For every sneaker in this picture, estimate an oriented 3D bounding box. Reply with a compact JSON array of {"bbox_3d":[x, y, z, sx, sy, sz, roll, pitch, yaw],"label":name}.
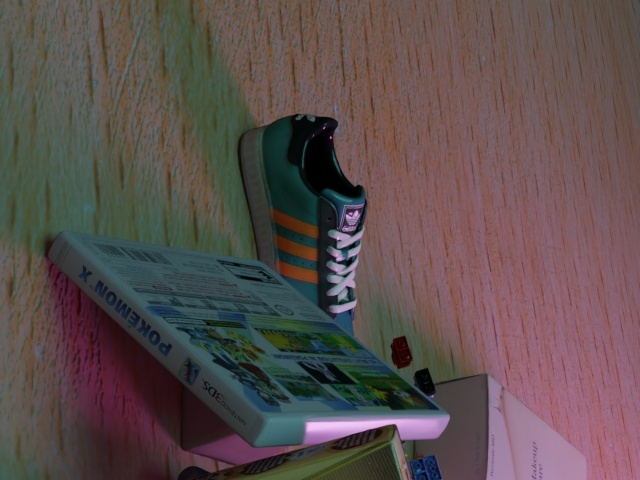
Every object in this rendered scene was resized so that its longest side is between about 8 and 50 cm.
[{"bbox_3d":[0.000,0.000,1.537,0.108,0.121,0.302,-14,89,-59],"label":"sneaker"}]

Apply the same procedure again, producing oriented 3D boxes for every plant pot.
[{"bbox_3d":[-0.072,0.167,1.369,0.109,0.096,0.109,29,53,-50],"label":"plant pot"}]

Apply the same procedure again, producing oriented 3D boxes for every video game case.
[{"bbox_3d":[-0.062,0.097,1.290,0.300,0.036,0.329,38,14,31],"label":"video game case"}]

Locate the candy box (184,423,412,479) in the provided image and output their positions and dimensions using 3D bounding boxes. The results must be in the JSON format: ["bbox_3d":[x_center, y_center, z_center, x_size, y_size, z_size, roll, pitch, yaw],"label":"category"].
[{"bbox_3d":[-0.063,0.287,1.113,0.087,0.316,0.183,-22,96,-83],"label":"candy box"}]

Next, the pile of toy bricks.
[{"bbox_3d":[0.083,0.224,1.611,0.105,0.118,0.212,101,-27,-69],"label":"pile of toy bricks"}]

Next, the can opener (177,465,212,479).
[{"bbox_3d":[-0.069,0.290,1.361,0.280,0.074,0.093,33,15,-50],"label":"can opener"}]

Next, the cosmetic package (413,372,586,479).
[{"bbox_3d":[0.252,0.319,1.810,0.309,0.113,0.160,40,45,-45],"label":"cosmetic package"}]
